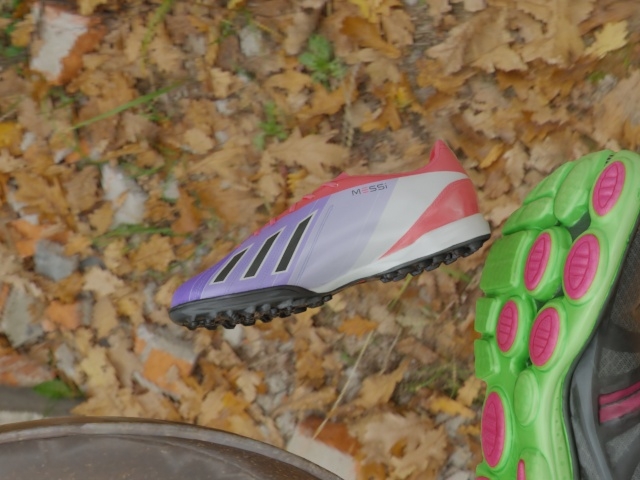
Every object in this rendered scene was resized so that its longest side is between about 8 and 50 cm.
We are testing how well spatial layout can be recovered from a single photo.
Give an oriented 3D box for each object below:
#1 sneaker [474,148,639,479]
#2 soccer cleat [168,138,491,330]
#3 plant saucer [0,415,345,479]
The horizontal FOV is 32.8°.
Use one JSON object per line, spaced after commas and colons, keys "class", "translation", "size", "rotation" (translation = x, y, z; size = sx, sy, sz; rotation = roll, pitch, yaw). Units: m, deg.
{"class": "sneaker", "translation": [0.278, 0.140, 1.119], "size": [0.202, 0.185, 0.482], "rotation": [-3, 107, -26]}
{"class": "soccer cleat", "translation": [0.000, 0.000, 1.046], "size": [0.318, 0.108, 0.116], "rotation": [-18, 81, -5]}
{"class": "plant saucer", "translation": [-0.105, 0.183, 0.406], "size": [0.311, 0.050, 0.310], "rotation": [-9, 119, -16]}
